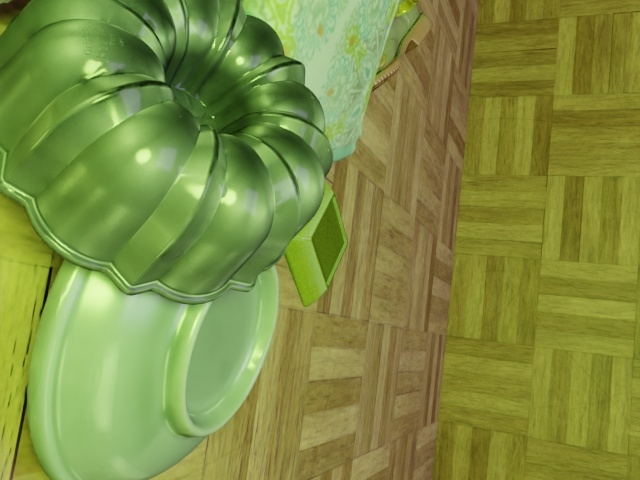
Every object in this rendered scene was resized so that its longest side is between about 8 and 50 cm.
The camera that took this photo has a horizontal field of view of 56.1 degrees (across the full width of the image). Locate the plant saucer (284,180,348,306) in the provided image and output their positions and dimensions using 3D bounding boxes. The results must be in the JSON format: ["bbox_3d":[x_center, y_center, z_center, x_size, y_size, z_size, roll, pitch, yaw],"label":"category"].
[{"bbox_3d":[0.000,0.000,1.130,0.188,0.045,0.188,-64,148,-41],"label":"plant saucer"}]

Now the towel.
[{"bbox_3d":[-0.013,-0.257,0.869,0.374,0.090,0.320,-29,139,-58],"label":"towel"}]

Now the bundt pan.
[{"bbox_3d":[-0.116,-0.116,0.545,0.331,0.124,0.331,27,47,-33],"label":"bundt pan"}]

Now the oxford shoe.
[{"bbox_3d":[0.094,-0.399,1.232,0.146,0.140,0.397,49,46,-16],"label":"oxford shoe"}]

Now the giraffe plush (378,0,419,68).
[{"bbox_3d":[0.061,-0.401,1.073,0.210,0.181,0.170,33,74,-45],"label":"giraffe plush"}]

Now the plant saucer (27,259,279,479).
[{"bbox_3d":[-0.135,0.100,0.674,0.400,0.100,0.400,15,90,-72],"label":"plant saucer"}]

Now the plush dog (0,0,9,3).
[{"bbox_3d":[-0.246,-0.285,0.331,0.225,0.210,0.262,65,27,-7],"label":"plush dog"}]
